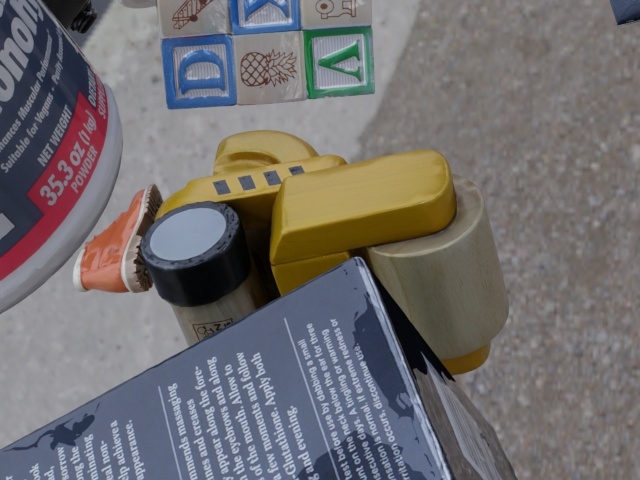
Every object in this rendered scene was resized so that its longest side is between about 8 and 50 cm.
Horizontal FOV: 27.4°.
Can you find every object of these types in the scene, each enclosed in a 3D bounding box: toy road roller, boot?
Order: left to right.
[{"bbox_3d":[-0.208,-0.003,1.373,0.084,0.059,0.158,-10,35,17],"label":"boot"},{"bbox_3d":[0.000,0.000,1.237,0.329,0.202,0.241,-10,39,11],"label":"toy road roller"}]

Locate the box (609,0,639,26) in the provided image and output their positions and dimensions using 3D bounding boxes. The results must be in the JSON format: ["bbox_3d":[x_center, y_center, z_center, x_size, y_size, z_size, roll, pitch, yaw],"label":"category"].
[{"bbox_3d":[0.233,-0.273,0.871,0.183,0.233,0.059,-21,4,-40],"label":"box"}]

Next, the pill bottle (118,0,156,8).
[{"bbox_3d":[-0.168,-0.277,1.189,0.067,0.067,0.120,-18,80,-6],"label":"pill bottle"}]

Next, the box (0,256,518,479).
[{"bbox_3d":[-0.053,0.246,0.995,0.395,0.293,0.212,-29,48,10],"label":"box"}]

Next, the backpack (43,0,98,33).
[{"bbox_3d":[-0.419,-0.371,1.535,0.273,0.290,0.356,14,52,-32],"label":"backpack"}]

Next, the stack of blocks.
[{"bbox_3d":[-0.022,-0.237,0.786,0.171,0.297,0.087,-5,17,-7],"label":"stack of blocks"}]

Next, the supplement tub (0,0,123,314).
[{"bbox_3d":[-0.235,-0.094,0.625,0.191,0.272,0.191,-15,50,18],"label":"supplement tub"}]
